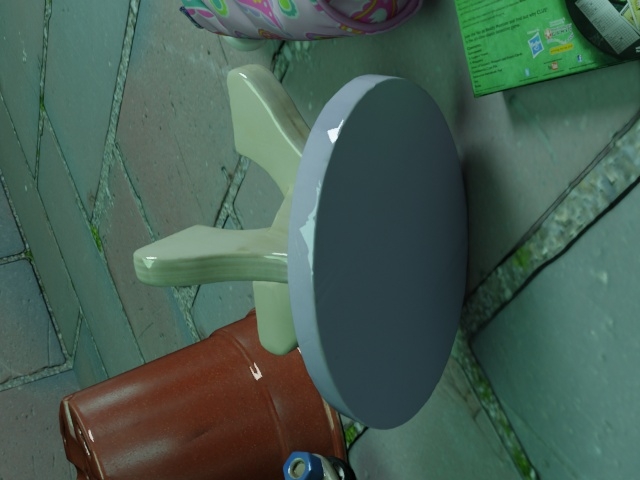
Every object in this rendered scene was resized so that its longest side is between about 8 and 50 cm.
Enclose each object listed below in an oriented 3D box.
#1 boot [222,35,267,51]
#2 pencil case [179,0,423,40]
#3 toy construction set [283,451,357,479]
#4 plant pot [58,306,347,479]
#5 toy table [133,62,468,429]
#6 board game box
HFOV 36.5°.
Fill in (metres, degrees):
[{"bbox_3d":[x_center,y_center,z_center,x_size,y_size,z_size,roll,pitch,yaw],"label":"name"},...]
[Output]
[{"bbox_3d":[-0.097,-0.263,0.999,0.086,0.069,0.190,121,137,-65],"label":"boot"},{"bbox_3d":[-0.030,-0.229,0.805,0.284,0.124,0.124,23,124,58],"label":"pencil case"},{"bbox_3d":[0.029,0.394,0.970,0.237,0.257,0.309,23,145,44],"label":"toy construction set"},{"bbox_3d":[-0.150,0.241,1.145,0.272,0.265,0.272,41,139,50],"label":"plant pot"},{"bbox_3d":[0.000,0.000,0.766,0.161,0.252,0.274,18,111,42],"label":"toy table"},{"bbox_3d":[0.161,-0.168,0.567,0.259,0.030,0.136,1,107,63],"label":"board game box"}]
